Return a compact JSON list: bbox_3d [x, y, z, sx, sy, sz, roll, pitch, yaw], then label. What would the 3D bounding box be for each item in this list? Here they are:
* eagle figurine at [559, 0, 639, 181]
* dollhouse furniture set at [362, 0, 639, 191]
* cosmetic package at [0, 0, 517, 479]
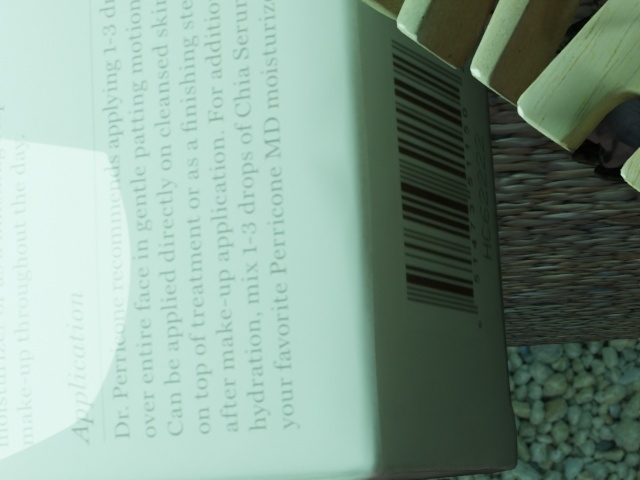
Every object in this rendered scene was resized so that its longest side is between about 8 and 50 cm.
[{"bbox_3d":[0.264,-0.063,0.782,0.298,0.225,0.226,25,133,14],"label":"eagle figurine"},{"bbox_3d":[0.155,-0.059,0.558,0.262,0.135,0.259,37,-171,22],"label":"dollhouse furniture set"},{"bbox_3d":[-0.155,0.005,0.798,0.453,0.230,0.161,-6,172,24],"label":"cosmetic package"}]
